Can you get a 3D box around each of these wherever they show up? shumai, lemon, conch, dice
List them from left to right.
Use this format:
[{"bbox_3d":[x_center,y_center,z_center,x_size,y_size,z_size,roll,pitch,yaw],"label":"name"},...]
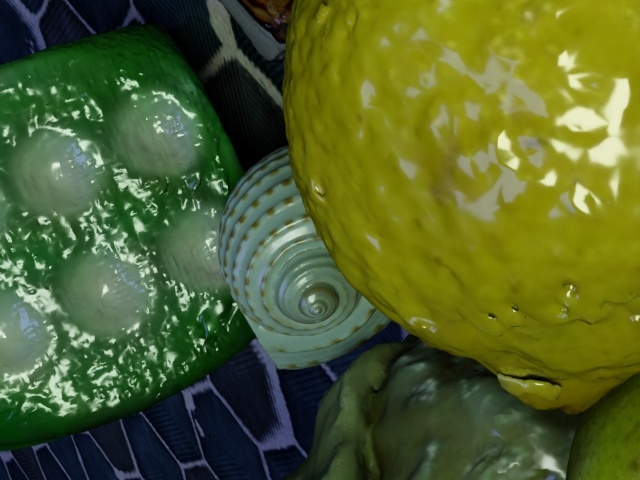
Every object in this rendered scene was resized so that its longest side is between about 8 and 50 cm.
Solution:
[{"bbox_3d":[-0.213,-0.005,1.160,0.300,0.297,0.287,-167,57,-77],"label":"dice"},{"bbox_3d":[0.009,0.000,1.012,0.131,0.200,0.172,-11,124,26],"label":"conch"},{"bbox_3d":[0.069,0.266,0.936,0.395,0.348,0.395,36,143,33],"label":"shumai"},{"bbox_3d":[0.115,-0.090,0.576,0.268,0.268,0.322,10,84,58],"label":"lemon"}]

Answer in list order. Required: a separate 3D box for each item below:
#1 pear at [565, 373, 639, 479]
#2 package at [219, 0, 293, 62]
[{"bbox_3d":[0.225,0.122,0.663,0.212,0.212,0.269,53,155,16],"label":"pear"},{"bbox_3d":[-0.038,-0.218,0.969,0.154,0.030,0.239,45,149,-9],"label":"package"}]
